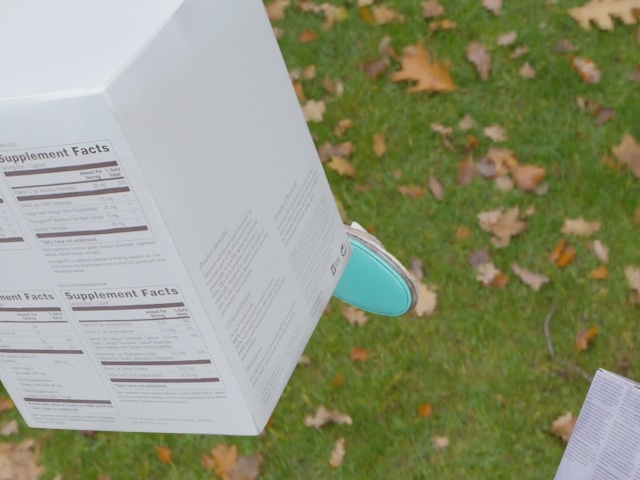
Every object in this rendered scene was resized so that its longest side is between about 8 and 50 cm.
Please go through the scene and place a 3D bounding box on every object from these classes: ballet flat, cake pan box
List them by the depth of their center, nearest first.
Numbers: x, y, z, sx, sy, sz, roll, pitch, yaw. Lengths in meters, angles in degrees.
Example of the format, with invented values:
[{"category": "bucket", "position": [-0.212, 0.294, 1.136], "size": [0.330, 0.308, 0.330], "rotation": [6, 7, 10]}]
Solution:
[{"category": "cake pan box", "position": [0.367, 0.298, 1.373], "size": [0.070, 0.267, 0.245], "rotation": [18, 91, -16]}, {"category": "ballet flat", "position": [0.000, 0.000, 1.622], "size": [0.316, 0.107, 0.106], "rotation": [26, 31, 3]}]

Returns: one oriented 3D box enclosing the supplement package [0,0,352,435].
[{"category": "supplement package", "position": [-0.131, -0.031, 0.797], "size": [0.198, 0.262, 0.199], "rotation": [-3, 36, 26]}]
